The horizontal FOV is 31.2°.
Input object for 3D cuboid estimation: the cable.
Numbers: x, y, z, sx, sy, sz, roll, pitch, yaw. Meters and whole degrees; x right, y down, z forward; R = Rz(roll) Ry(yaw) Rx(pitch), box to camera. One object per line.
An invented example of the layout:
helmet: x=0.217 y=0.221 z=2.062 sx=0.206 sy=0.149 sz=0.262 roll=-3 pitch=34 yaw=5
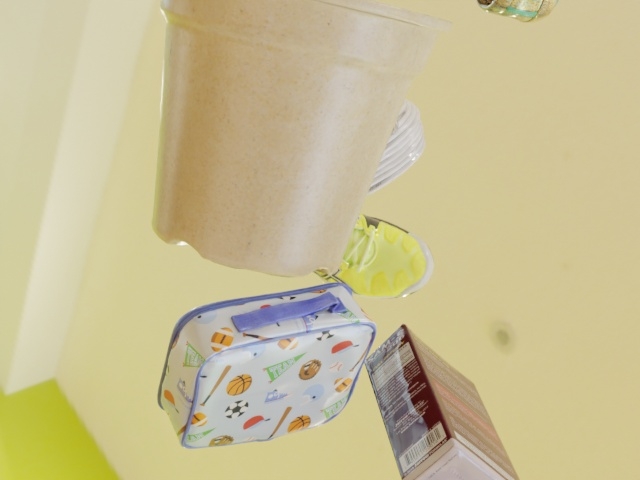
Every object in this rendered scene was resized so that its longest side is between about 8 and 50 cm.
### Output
cable: x=0.041 y=-0.138 z=1.774 sx=0.257 sy=0.257 sz=0.089 roll=-18 pitch=-70 yaw=27

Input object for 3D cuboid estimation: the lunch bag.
lunch bag: x=-0.070 y=0.170 z=1.622 sx=0.115 sy=0.303 sz=0.243 roll=54 pitch=-39 yaw=38

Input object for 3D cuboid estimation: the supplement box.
supplement box: x=0.132 y=0.205 z=1.235 sx=0.073 sy=0.130 sz=0.239 roll=-43 pitch=-157 yaw=13

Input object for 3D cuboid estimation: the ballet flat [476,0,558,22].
ballet flat: x=0.197 y=-0.430 z=1.525 sx=0.348 sy=0.123 sz=0.123 roll=64 pitch=-36 yaw=26

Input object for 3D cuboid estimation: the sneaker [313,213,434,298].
sneaker: x=0.000 y=0.000 z=1.913 sx=0.385 sy=0.147 sz=0.145 roll=18 pitch=-90 yaw=14

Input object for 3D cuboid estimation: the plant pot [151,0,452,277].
plant pot: x=-0.053 y=-0.133 z=1.284 sx=0.334 sy=0.334 sz=0.305 roll=25 pitch=-74 yaw=44
